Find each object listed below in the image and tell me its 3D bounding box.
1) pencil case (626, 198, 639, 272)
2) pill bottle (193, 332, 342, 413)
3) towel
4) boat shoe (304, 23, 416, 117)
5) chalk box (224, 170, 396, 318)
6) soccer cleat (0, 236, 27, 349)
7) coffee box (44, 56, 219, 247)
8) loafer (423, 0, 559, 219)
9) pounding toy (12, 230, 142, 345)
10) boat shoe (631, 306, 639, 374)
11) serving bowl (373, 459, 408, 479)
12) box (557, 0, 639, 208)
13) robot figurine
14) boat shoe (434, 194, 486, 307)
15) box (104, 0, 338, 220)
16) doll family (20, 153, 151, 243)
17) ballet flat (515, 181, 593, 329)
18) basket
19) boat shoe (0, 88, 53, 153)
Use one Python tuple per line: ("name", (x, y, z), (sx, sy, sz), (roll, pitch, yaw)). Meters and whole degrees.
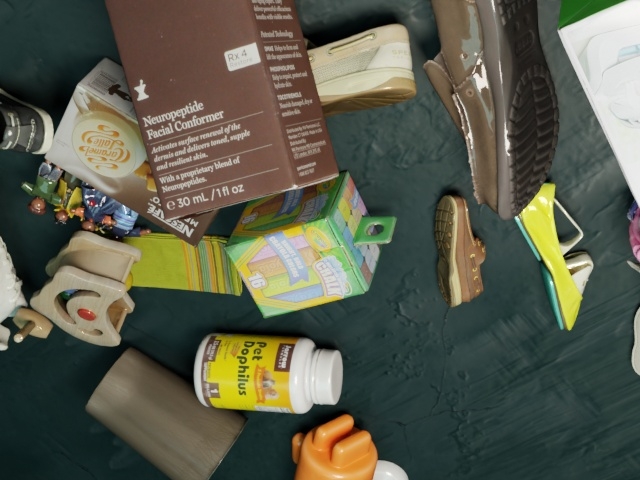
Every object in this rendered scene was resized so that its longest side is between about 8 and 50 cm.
("pencil case", (0.517, 0.109, 1.399), (0.167, 0.160, 0.386), (-13, 119, 22))
("pill bottle", (-0.078, 0.205, 1.654), (0.215, 0.117, 0.117), (1, 123, 15))
("towel", (-0.238, 0.035, 1.646), (0.237, 0.021, 0.102), (3, 122, 14))
("boat shoe", (-0.020, -0.211, 1.385), (0.302, 0.109, 0.098), (-7, 84, 30))
("chalk box", (0.000, 0.000, 1.489), (0.213, 0.132, 0.132), (-17, 117, 23))
("soccer cleat", (-0.526, 0.047, 1.695), (0.143, 0.116, 0.331), (14, 129, -13))
("coffee box", (-0.237, -0.122, 1.495), (0.246, 0.098, 0.141), (32, 125, -6))
("loafer", (0.203, -0.204, 1.318), (0.130, 0.134, 0.365), (8, 117, 39))
("pounding toy", (-0.361, 0.113, 1.624), (0.154, 0.154, 0.269), (30, 145, -19))
("boat shoe", (0.468, 0.133, 1.501), (0.046, 0.038, 0.125), (32, 133, 49))
("serving bowl", (0.104, 0.407, 1.790), (0.083, 0.027, 0.083), (7, 125, 11))
("box", (0.362, -0.202, 1.174), (0.127, 0.262, 0.231), (-21, 114, 26))
("robot figurine", (0.020, 0.384, 1.740), (0.158, 0.128, 0.219), (13, 124, 4))
("boat shoe", (0.197, 0.010, 1.490), (0.060, 0.064, 0.178), (-15, 124, -11))
("box", (-0.128, -0.231, 1.288), (0.191, 0.143, 0.381), (-13, 93, 26))
("doll family", (-0.344, -0.051, 1.585), (0.193, 0.076, 0.111), (26, 108, 3))
("ballet flat", (0.324, 0.020, 1.451), (0.077, 0.077, 0.231), (-23, 113, 9))
("basket", (-0.252, 0.287, 1.736), (0.227, 0.204, 0.154), (35, 81, 1))
("boat shoe", (-0.473, -0.171, 1.503), (0.233, 0.079, 0.084), (18, 110, 38))
